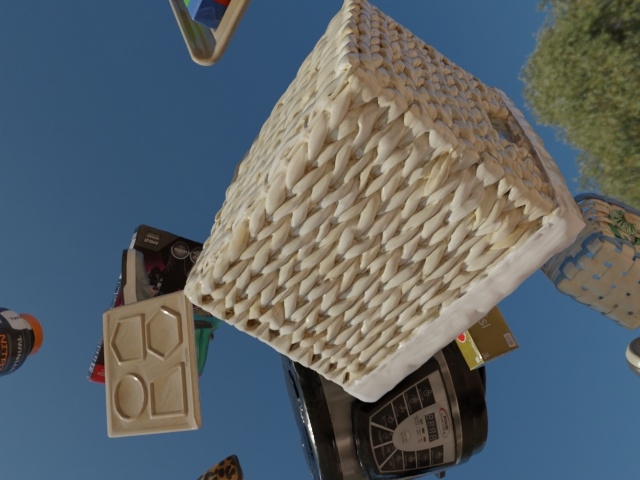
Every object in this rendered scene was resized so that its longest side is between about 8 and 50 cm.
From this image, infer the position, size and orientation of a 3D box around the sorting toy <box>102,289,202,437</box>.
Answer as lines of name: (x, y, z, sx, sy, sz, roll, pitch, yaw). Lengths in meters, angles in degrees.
sorting toy: (-0.247, 0.183, 0.798, 0.038, 0.208, 0.193, 12, -114, -55)

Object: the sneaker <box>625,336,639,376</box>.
sneaker: (0.418, 0.168, 0.559, 0.222, 0.083, 0.118, 7, -69, 0)

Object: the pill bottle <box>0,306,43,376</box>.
pill bottle: (-0.612, 0.189, 0.957, 0.246, 0.130, 0.130, -7, -87, -76)

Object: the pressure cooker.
pressure cooker: (0.149, 0.305, 1.138, 0.421, 0.370, 0.375, -12, -124, -12)

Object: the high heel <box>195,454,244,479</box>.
high heel: (-0.263, 0.484, 1.095, 0.093, 0.261, 0.186, 22, -98, -55)

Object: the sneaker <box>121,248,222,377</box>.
sneaker: (-0.287, 0.151, 1.056, 0.178, 0.124, 0.295, -8, -100, -22)

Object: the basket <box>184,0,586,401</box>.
basket: (0.052, -0.056, 0.644, 0.266, 0.331, 0.328, 30, -148, -16)

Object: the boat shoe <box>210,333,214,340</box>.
boat shoe: (-0.392, 0.249, 1.410, 0.233, 0.084, 0.079, -12, -124, -5)

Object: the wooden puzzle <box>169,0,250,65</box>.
wooden puzzle: (-0.172, -0.528, 0.946, 0.080, 0.348, 0.322, 15, -143, -40)

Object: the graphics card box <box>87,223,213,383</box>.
graphics card box: (-0.376, 0.171, 1.287, 0.233, 0.094, 0.370, 20, -106, -23)

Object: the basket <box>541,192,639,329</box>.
basket: (0.556, 0.019, 1.071, 0.255, 0.289, 0.201, 27, -64, -6)

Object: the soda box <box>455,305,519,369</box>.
soda box: (0.204, 0.086, 0.774, 0.058, 0.061, 0.181, -19, -112, -11)
